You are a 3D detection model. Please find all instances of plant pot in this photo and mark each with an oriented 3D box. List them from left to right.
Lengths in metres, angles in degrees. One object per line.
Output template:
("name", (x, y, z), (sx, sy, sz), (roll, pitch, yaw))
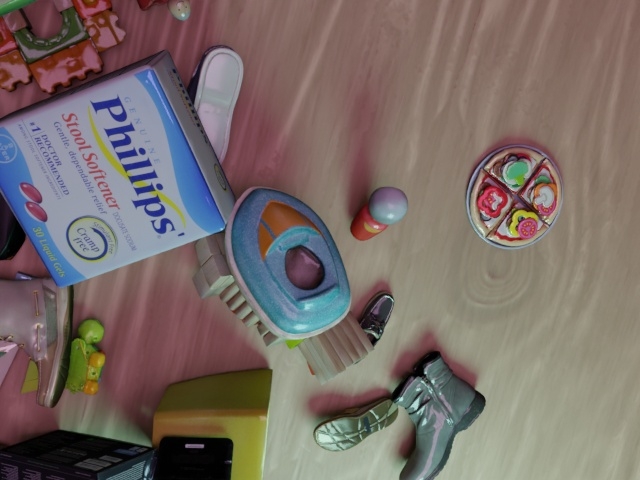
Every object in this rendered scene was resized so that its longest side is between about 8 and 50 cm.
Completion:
("plant pot", (-0.186, 0.346, 1.289), (0.187, 0.212, 0.212), (5, 99, -3))

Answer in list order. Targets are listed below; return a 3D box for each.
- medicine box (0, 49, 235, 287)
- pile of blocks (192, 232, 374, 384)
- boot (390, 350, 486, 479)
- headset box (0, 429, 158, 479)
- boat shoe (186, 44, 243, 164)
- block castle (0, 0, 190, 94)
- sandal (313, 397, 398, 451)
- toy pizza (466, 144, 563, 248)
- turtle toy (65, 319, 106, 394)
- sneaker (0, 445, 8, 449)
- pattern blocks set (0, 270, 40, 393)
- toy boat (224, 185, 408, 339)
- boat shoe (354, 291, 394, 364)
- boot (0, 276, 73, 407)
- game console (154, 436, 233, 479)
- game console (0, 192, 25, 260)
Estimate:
("medicine box", (-0.316, -0.109, 1.147), (0.289, 0.149, 0.263), (-20, 111, 9))
("pile of blocks", (-0.077, 0.117, 1.330), (0.362, 0.113, 0.149), (40, 44, -8))
("boot", (0.189, 0.342, 1.437), (0.161, 0.083, 0.246), (40, 81, -16))
("headset box", (-0.385, 0.474, 1.209), (0.131, 0.247, 0.282), (-6, 94, -57))
("boat shoe", (-0.197, -0.199, 1.240), (0.095, 0.079, 0.254), (10, 107, -19))
("block castle", (-0.406, -0.320, 1.057), (0.453, 0.303, 0.212), (-27, 106, -6))
("sandal", (0.065, 0.344, 1.424), (0.180, 0.049, 0.072), (-19, 110, -24))
("toy pizza", (0.374, -0.080, 1.424), (0.201, 0.032, 0.201), (-2, 100, -13))
("turtle toy", (-0.403, 0.198, 1.272), (0.095, 0.066, 0.130), (16, 94, 8))
("sneaker", (-0.553, 0.440, 1.267), (0.071, 0.066, 0.188), (-4, 87, -35))
("pattern blocks set", (-0.593, 0.192, 1.248), (0.286, 0.026, 0.324), (10, 97, -15))
("toy boat", (0.000, 0.000, 1.245), (0.318, 0.148, 0.267), (-26, 81, -30))
("boat shoe", (0.095, 0.167, 1.393), (0.056, 0.049, 0.152), (29, 92, -16))
("boot", (-0.485, 0.158, 1.193), (0.165, 0.077, 0.213), (2, 73, -11))
("game console", (-0.193, 0.371, 1.193), (0.122, 0.071, 0.107), (-2, 67, 10))
("game console", (-0.649, -0.087, 1.178), (0.362, 0.044, 0.213), (6, 97, -15))
